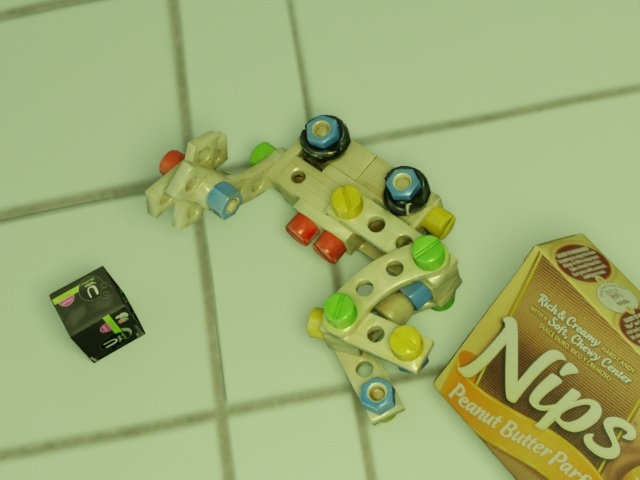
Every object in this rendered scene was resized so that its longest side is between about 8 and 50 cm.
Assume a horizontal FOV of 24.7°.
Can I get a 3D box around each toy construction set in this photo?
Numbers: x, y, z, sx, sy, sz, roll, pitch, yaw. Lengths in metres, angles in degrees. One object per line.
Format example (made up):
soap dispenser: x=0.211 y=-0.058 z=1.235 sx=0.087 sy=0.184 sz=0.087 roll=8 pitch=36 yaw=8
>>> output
toy construction set: x=0.000 y=0.000 z=1.397 sx=0.328 sy=0.151 sz=0.215 roll=38 pitch=78 yaw=9

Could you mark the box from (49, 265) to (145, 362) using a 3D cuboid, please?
box: x=-0.216 y=0.072 z=1.424 sx=0.062 sy=0.083 sz=0.052 roll=-30 pitch=67 yaw=-4

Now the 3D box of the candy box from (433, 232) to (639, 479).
candy box: x=0.261 y=0.168 z=1.254 sx=0.316 sy=0.087 sz=0.183 roll=49 pitch=126 yaw=25
